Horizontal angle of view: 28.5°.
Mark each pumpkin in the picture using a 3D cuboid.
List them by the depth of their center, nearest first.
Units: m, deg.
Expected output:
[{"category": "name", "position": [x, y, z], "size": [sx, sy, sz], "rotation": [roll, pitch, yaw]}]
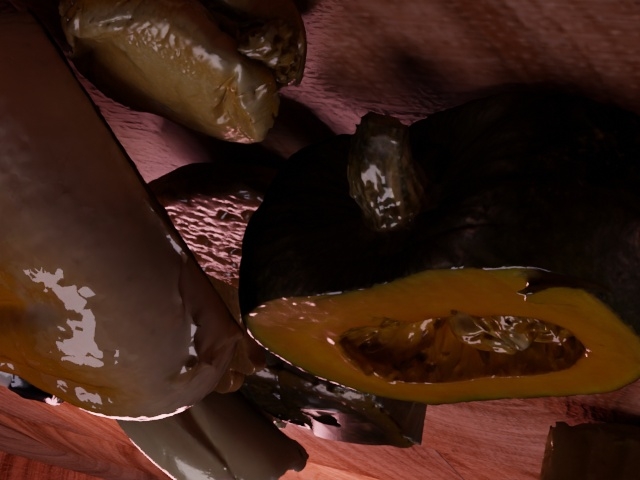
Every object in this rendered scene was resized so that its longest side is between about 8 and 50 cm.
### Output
[{"category": "pumpkin", "position": [0.075, 0.004, 0.811], "size": [0.317, 0.139, 0.222], "rotation": [-6, 147, 41]}]

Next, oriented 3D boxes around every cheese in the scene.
[{"category": "cheese", "position": [-0.133, 0.199, 1.463], "size": [0.233, 0.127, 0.266], "rotation": [43, -176, -6]}]

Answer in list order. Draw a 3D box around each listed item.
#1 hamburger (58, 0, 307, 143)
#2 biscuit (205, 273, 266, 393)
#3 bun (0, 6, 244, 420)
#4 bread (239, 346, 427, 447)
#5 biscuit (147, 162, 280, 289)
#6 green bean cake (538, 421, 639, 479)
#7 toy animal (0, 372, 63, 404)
[{"category": "hamburger", "position": [-0.079, -0.119, 0.738], "size": [0.147, 0.083, 0.138], "rotation": [17, 165, 8]}, {"category": "biscuit", "position": [-0.114, 0.083, 1.250], "size": [0.035, 0.162, 0.250], "rotation": [-13, 153, -37]}, {"category": "bun", "position": [-0.184, 0.003, 0.840], "size": [0.299, 0.164, 0.299], "rotation": [55, 176, 6]}, {"category": "bread", "position": [0.010, 0.145, 1.339], "size": [0.192, 0.110, 0.210], "rotation": [10, 160, 23]}, {"category": "biscuit", "position": [0.001, -0.002, 1.037], "size": [0.277, 0.052, 0.262], "rotation": [27, 155, -21]}, {"category": "green bean cake", "position": [0.355, 0.282, 1.372], "size": [0.229, 0.131, 0.224], "rotation": [7, 160, 23]}, {"category": "toy animal", "position": [-0.377, 0.131, 1.645], "size": [0.179, 0.138, 0.166], "rotation": [27, 141, 0]}]
